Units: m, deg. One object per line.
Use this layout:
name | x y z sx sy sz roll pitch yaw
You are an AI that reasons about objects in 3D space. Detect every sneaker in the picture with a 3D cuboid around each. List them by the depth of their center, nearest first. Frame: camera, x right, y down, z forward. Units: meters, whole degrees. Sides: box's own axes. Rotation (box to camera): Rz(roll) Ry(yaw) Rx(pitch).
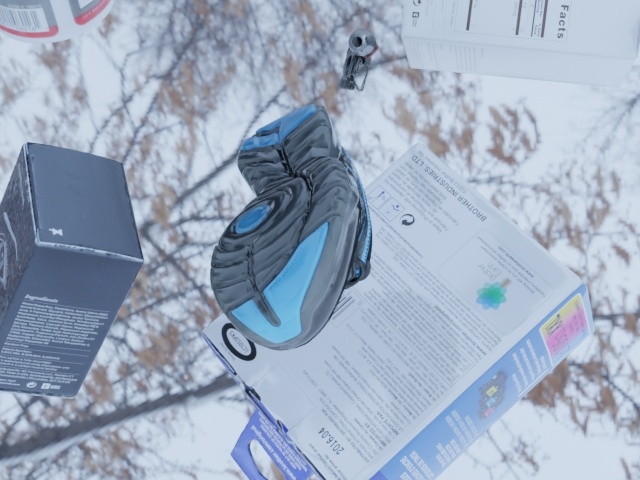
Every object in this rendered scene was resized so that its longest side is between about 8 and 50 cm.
sneaker | 0.000 0.000 0.940 0.125 0.139 0.341 -26 -157 16

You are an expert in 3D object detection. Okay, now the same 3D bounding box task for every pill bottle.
pill bottle | -0.336 -0.377 1.259 0.161 0.283 0.161 -2 -128 3

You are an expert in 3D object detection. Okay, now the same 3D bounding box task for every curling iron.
curling iron | 0.046 -0.208 1.250 0.035 0.068 0.274 13 -177 -1

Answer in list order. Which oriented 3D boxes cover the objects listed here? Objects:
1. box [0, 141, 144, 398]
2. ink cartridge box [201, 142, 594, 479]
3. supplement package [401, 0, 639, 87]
box | -0.270 0.032 1.119 0.108 0.207 0.153 11 -141 -29
ink cartridge box | 0.061 0.122 1.223 0.395 0.151 0.270 -41 -124 -6
supplement package | 0.266 -0.313 1.459 0.293 0.177 0.175 7 -93 8
